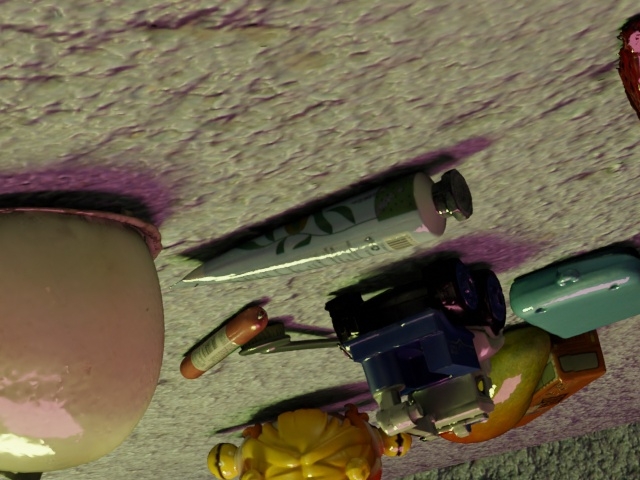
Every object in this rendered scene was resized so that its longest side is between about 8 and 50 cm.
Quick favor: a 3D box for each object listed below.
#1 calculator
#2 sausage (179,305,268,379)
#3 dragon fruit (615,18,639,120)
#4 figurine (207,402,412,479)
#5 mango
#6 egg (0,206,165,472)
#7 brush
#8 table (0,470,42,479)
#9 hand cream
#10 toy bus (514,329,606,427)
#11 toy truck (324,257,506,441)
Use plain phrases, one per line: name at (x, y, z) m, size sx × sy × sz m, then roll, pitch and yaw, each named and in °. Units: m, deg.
calculator at (0.336, 0.067, 1.688) m, size 0.173 × 0.051 × 0.293 m, roll -19°, pitch 163°, yaw 19°
sausage at (-0.109, 0.114, 1.491) m, size 0.029 × 0.029 × 0.223 m, roll -5°, pitch 162°, yaw -30°
dragon fruit at (0.276, -0.127, 0.952) m, size 0.131 × 0.063 × 0.097 m, roll -18°, pitch 164°, yaw 13°
figurine at (-0.014, 0.352, 2.084) m, size 0.320 × 0.196 × 0.323 m, roll -9°, pitch 174°, yaw 4°
mango at (0.240, 0.218, 1.991) m, size 0.146 × 0.129 × 0.289 m, roll -9°, pitch 154°, yaw -14°
egg at (-0.251, 0.091, 1.032) m, size 0.286 × 0.174 × 0.264 m, roll -3°, pitch 157°, yaw -26°
brush at (-0.013, 0.118, 1.613) m, size 0.062 × 0.027 × 0.266 m, roll -22°, pitch 166°, yaw 27°
table at (-0.358, 0.205, 1.504) m, size 0.175 × 0.062 × 0.146 m, roll 30°, pitch 144°, yaw -21°
hand cream at (0.000, 0.000, 1.166) m, size 0.271 × 0.058 × 0.091 m, roll -19°, pitch 176°, yaw 27°
toy bus at (0.329, 0.219, 2.124) m, size 0.093 × 0.092 × 0.409 m, roll -10°, pitch 163°, yaw -13°
toy truck at (0.120, 0.125, 1.468) m, size 0.161 × 0.177 × 0.213 m, roll -22°, pitch 162°, yaw 22°
